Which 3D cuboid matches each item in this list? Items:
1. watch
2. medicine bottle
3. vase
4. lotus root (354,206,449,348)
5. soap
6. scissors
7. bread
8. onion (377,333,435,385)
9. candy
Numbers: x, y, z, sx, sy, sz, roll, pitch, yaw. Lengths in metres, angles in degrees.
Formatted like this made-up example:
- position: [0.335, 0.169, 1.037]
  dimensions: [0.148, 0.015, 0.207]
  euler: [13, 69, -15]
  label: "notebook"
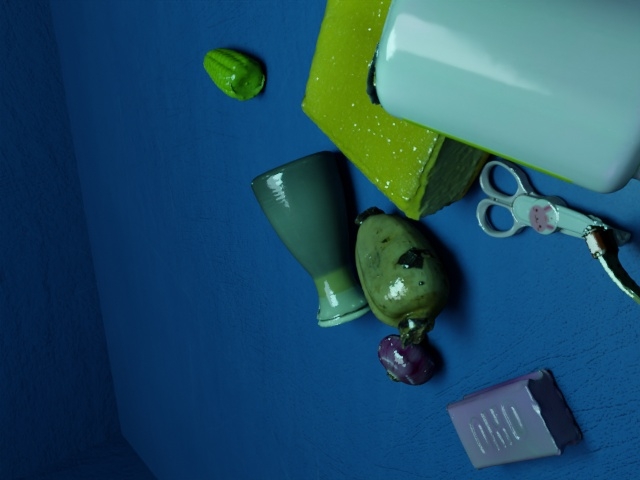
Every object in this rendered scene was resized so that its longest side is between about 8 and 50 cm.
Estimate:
- position: [0.391, -0.024, 0.785]
  dimensions: [0.268, 0.102, 0.165]
  euler: [48, 118, 34]
  label: "watch"
- position: [0.259, -0.173, 0.688]
  dimensions: [0.378, 0.213, 0.214]
  euler: [25, 127, 18]
  label: "medicine bottle"
- position: [0.000, 0.000, 1.307]
  dimensions: [0.173, 0.173, 0.322]
  euler: [-17, 96, 56]
  label: "vase"
- position: [0.139, 0.054, 1.141]
  dimensions: [0.154, 0.139, 0.257]
  euler: [107, 145, -58]
  label: "lotus root"
- position: [0.304, 0.290, 1.071]
  dimensions: [0.203, 0.065, 0.122]
  euler: [-43, 69, 54]
  label: "soap"
- position: [0.318, -0.035, 0.940]
  dimensions: [0.242, 0.030, 0.118]
  euler: [28, 125, 48]
  label: "scissors"
- position: [0.129, -0.254, 1.016]
  dimensions: [0.333, 0.143, 0.324]
  euler: [50, 139, 31]
  label: "bread"
- position: [0.160, 0.213, 1.225]
  dimensions: [0.115, 0.115, 0.105]
  euler: [16, 72, 51]
  label: "onion"
- position: [-0.204, -0.381, 1.489]
  dimensions: [0.209, 0.096, 0.097]
  euler: [42, 135, 46]
  label: "candy"
